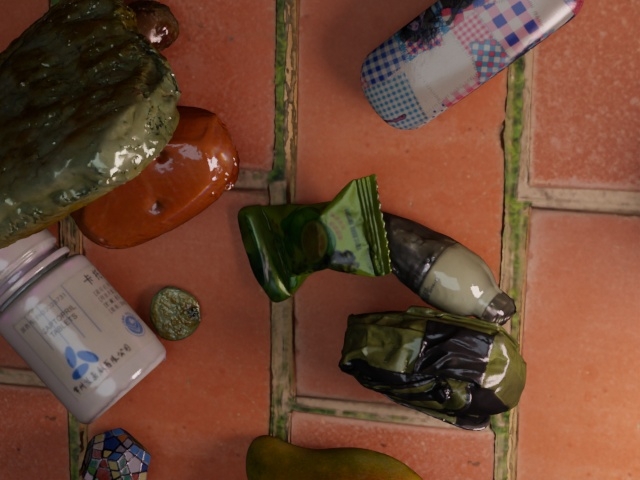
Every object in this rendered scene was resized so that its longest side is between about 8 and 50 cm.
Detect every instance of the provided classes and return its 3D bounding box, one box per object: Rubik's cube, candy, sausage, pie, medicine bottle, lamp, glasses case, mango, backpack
[{"bbox_3d":[-0.312,0.339,2.021,0.093,0.111,0.111,15,108,-19],"label":"Rubik's cube"},{"bbox_3d":[0.000,0.000,1.868,0.246,0.069,0.149,-12,98,42],"label":"candy"},{"bbox_3d":[-0.239,-0.085,1.871,0.268,0.141,0.153,-30,109,19],"label":"sausage"},{"bbox_3d":[-0.355,-0.146,1.747,0.395,0.418,0.180,-34,121,19],"label":"pie"},{"bbox_3d":[-0.377,0.113,1.943,0.170,0.170,0.293,-42,90,19],"label":"medicine bottle"},{"bbox_3d":[0.159,0.035,1.827,0.250,0.101,0.101,37,109,18],"label":"lamp"},{"bbox_3d":[-0.218,0.111,1.982,0.085,0.017,0.085,3,104,12],"label":"pie"},{"bbox_3d":[0.199,-0.271,1.756,0.327,0.076,0.125,-36,90,19],"label":"glasses case"},{"bbox_3d":[0.022,0.371,1.931,0.289,0.129,0.146,4,106,22],"label":"mango"},{"bbox_3d":[0.149,0.170,1.811,0.253,0.207,0.140,9,75,22],"label":"backpack"}]
